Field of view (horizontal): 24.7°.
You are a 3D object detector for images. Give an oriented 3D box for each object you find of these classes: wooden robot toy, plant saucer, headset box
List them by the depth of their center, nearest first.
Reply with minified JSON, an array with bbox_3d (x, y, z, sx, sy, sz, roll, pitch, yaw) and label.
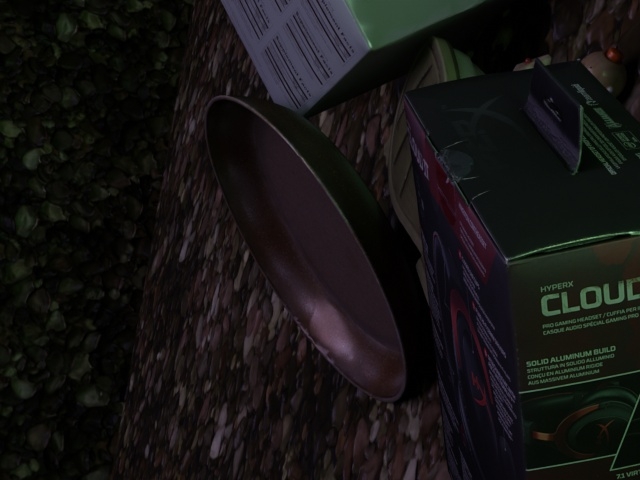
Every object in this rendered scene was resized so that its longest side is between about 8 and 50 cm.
[{"bbox_3d":[0.128,0.053,0.775,0.218,0.110,0.293,-111,10,-63],"label":"headset box"},{"bbox_3d":[0.179,-0.101,1.019,0.079,0.076,0.173,-54,26,28],"label":"wooden robot toy"},{"bbox_3d":[0.000,0.000,1.296,0.310,0.050,0.311,51,161,26],"label":"plant saucer"}]

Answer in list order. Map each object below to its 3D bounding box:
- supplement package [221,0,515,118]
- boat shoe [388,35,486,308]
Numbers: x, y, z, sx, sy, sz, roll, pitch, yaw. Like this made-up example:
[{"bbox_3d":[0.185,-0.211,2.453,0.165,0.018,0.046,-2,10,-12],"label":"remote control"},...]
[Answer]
[{"bbox_3d":[0.049,-0.224,1.247,0.149,0.194,0.203,62,156,3],"label":"supplement package"},{"bbox_3d":[0.122,-0.039,1.085,0.302,0.103,0.113,-96,24,-48],"label":"boat shoe"}]
